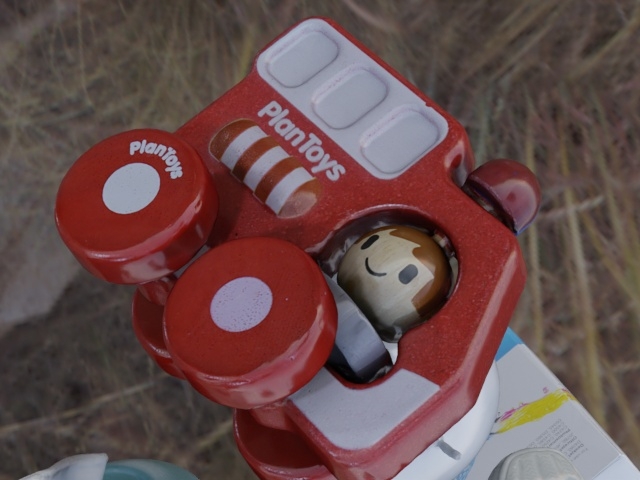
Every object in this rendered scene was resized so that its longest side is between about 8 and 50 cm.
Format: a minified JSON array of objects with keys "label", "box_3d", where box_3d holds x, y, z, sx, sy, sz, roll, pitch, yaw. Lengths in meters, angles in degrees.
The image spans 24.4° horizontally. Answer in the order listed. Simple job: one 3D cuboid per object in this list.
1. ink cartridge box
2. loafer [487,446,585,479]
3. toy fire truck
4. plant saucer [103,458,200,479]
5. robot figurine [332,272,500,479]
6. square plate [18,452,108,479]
[{"label":"ink cartridge box","box_3d":[0.232,0.267,1.657,0.197,0.270,0.198,-41,129,1]},{"label":"loafer","box_3d":[0.171,0.314,1.088,0.112,0.319,0.111,-3,167,-15]},{"label":"toy fire truck","box_3d":[0.000,0.000,0.947,0.254,0.302,0.169,-41,144,-10]},{"label":"plant saucer","box_3d":[-0.245,0.334,1.445,0.317,0.317,0.044,-34,122,5]},{"label":"robot figurine","box_3d":[0.027,0.083,1.284,0.199,0.353,0.300,-16,143,-15]},{"label":"square plate","box_3d":[-0.308,0.240,0.989,0.344,0.347,0.049,-27,85,-4]}]
